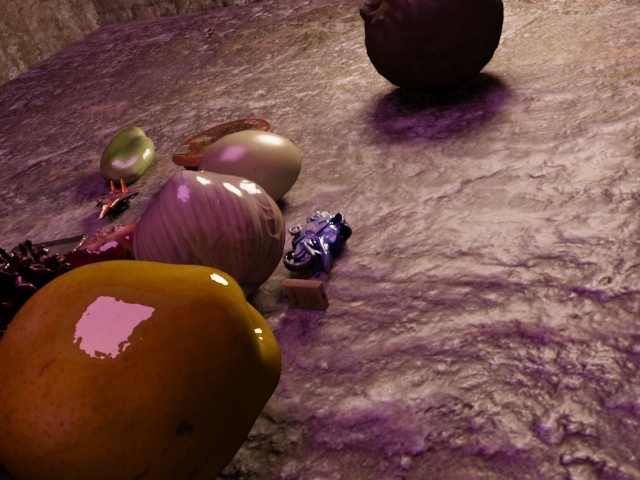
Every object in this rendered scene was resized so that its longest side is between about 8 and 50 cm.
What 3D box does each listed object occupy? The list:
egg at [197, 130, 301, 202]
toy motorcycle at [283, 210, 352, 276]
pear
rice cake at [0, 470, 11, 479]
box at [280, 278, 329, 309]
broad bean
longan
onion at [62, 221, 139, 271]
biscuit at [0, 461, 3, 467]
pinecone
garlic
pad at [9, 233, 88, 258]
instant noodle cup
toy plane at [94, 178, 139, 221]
[{"bbox_3d":[-0.163,-0.161,1.912,0.253,0.189,0.188,-17,27,-19],"label":"egg"},{"bbox_3d":[0.000,0.000,1.672,0.114,0.076,0.205,2,35,20],"label":"toy motorcycle"},{"bbox_3d":[-0.270,0.202,1.184,0.418,0.363,0.362,-25,29,-1],"label":"pear"},{"bbox_3d":[-0.566,0.440,1.264,0.080,0.042,0.222,-2,32,29],"label":"rice cake"},{"bbox_3d":[-0.029,0.100,1.529,0.083,0.053,0.024,5,36,33],"label":"box"},{"bbox_3d":[-0.557,-0.241,2.366,0.169,0.100,0.228,-28,32,-4],"label":"broad bean"},{"bbox_3d":[0.292,-0.588,2.192,0.390,0.391,0.391,-14,29,8],"label":"longan"},{"bbox_3d":[-0.437,0.043,1.750,0.247,0.162,0.248,-7,23,3],"label":"onion"},{"bbox_3d":[-0.570,0.336,1.401,0.305,0.038,0.305,-18,17,6],"label":"biscuit"},{"bbox_3d":[-0.563,0.140,1.571,0.224,0.273,0.224,15,9,-3],"label":"pinecone"},{"bbox_3d":[-0.213,0.004,1.577,0.317,0.260,0.317,-25,-6,-3],"label":"garlic"},{"bbox_3d":[-0.702,0.050,2.028,0.232,0.022,0.174,-10,31,17],"label":"pad"},{"bbox_3d":[-0.248,-0.222,2.162,0.273,0.091,0.274,-14,29,8],"label":"instant noodle cup"},{"bbox_3d":[-0.539,-0.092,2.137,0.130,0.061,0.189,-10,34,13],"label":"toy plane"}]
